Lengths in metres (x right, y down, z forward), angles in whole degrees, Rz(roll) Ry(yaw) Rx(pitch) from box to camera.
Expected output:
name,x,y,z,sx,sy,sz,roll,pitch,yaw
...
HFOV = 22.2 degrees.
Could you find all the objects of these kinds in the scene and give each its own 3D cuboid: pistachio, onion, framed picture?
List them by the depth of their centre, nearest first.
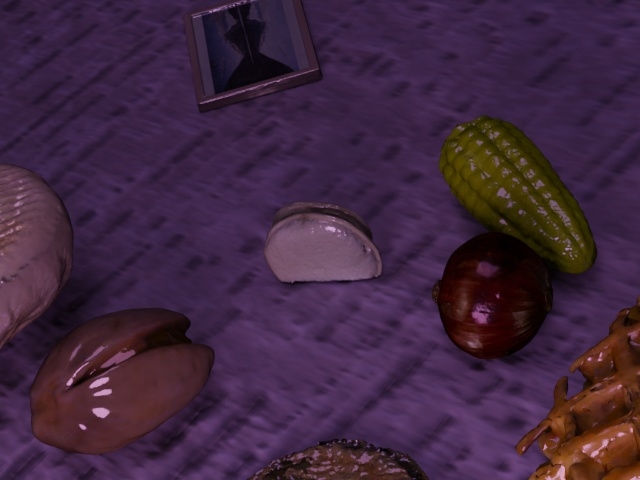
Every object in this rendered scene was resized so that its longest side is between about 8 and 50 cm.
name,x,y,z,sx,sy,sz,roll,pitch,yaw
onion,0.156,0.046,1.489,0.119,0.118,0.117,-6,46,13
pistachio,-0.185,0.128,1.511,0.185,0.124,0.124,-22,38,-31
framed picture,-0.084,-0.235,1.955,0.150,0.015,0.203,-15,40,2

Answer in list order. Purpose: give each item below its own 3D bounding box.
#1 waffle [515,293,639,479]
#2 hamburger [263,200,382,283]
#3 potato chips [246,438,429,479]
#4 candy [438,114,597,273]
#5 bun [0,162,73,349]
name,x,y,z,sx,sy,sz,roll,pitch,yaw
waffle,0.356,0.119,1.289,0.382,0.095,0.379,2,40,47
hamburger,0.001,-0.003,1.612,0.121,0.084,0.054,5,43,21
potato chips,-0.008,0.249,1.378,0.220,0.029,0.202,-13,40,0
candy,0.198,-0.037,1.583,0.097,0.096,0.209,-28,47,-13
bun,-0.379,0.040,1.644,0.287,0.146,0.287,-8,39,6
